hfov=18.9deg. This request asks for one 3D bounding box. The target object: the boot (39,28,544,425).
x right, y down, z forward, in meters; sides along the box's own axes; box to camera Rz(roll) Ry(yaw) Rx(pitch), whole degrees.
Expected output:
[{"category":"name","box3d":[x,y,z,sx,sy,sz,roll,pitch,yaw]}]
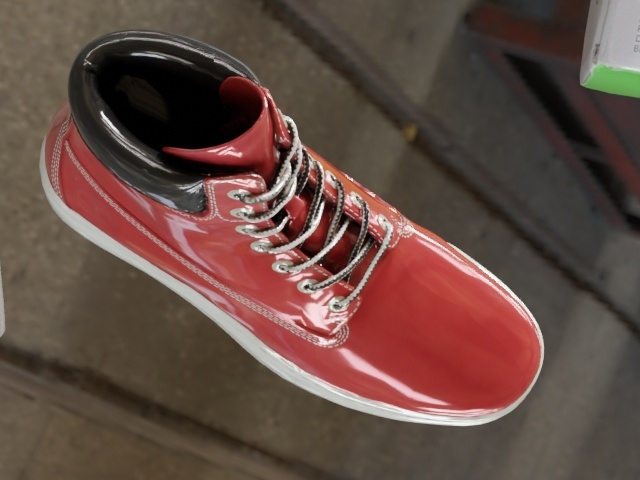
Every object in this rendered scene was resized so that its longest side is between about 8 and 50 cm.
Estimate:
[{"category":"boot","box3d":[0.000,0.000,0.797,0.088,0.244,0.176,-64,-173,-15]}]

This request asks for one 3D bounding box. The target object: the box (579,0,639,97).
[{"category":"box","box3d":[0.223,-0.136,0.547,0.127,0.262,0.231,-17,117,-85]}]

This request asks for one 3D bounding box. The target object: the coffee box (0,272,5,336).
[{"category":"coffee box","box3d":[-0.168,-0.098,0.610,0.098,0.141,0.246,-10,118,-15]}]
